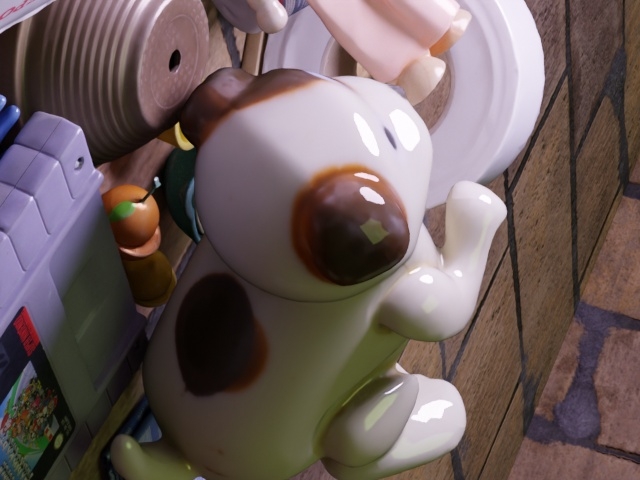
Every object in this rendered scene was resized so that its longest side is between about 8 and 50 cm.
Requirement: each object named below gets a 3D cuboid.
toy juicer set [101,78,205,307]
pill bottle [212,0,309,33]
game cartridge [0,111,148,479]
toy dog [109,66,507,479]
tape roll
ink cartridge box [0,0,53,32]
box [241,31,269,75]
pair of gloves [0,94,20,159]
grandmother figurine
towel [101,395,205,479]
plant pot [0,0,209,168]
[{"bbox_3d":[-0.115,-0.022,1.595,0.329,0.089,0.209,41,66,-68],"label":"toy juicer set"},{"bbox_3d":[-0.018,-0.284,1.550,0.180,0.108,0.108,-33,140,-25],"label":"pill bottle"},{"bbox_3d":[-0.238,0.087,1.338,0.355,0.068,0.230,83,28,-57],"label":"game cartridge"},{"bbox_3d":[-0.029,0.016,1.435,0.395,0.284,0.408,-19,144,-26],"label":"toy dog"},{"bbox_3d":[0.084,-0.172,1.674,0.100,0.286,0.286,-20,123,-65],"label":"tape roll"},{"bbox_3d":[-0.156,-0.283,1.037,0.306,0.131,0.226,-40,-177,37],"label":"ink cartridge box"},{"bbox_3d":[-0.029,-0.270,1.744,0.164,0.021,0.201,-15,118,-66],"label":"box"},{"bbox_3d":[-0.293,-0.043,1.190,0.198,0.023,0.159,17,94,-68],"label":"pair of gloves"},{"bbox_3d":[-0.013,-0.280,1.436,0.342,0.104,0.208,41,46,-20],"label":"grandmother figurine"},{"bbox_3d":[-0.162,0.269,1.757,0.209,0.034,0.285,-56,152,-43],"label":"towel"},{"bbox_3d":[-0.168,-0.159,1.337,0.237,0.109,0.237,-48,146,-48],"label":"plant pot"}]
